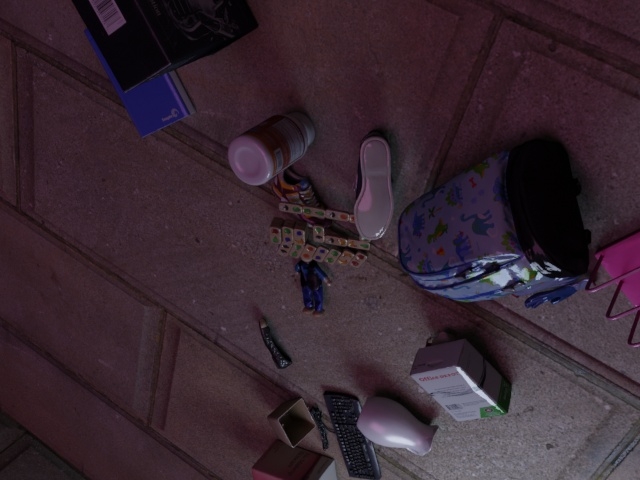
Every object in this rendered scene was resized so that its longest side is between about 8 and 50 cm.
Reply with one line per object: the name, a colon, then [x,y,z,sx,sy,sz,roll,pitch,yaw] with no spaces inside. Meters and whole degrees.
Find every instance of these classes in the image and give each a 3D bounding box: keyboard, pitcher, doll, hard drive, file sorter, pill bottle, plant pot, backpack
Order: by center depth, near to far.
file sorter: [0.676,0.131,1.398,0.290,0.182,0.202,51,133,-3]
backpack: [0.328,-0.015,1.501,0.355,0.274,0.290,139,133,-59]
pill bottle: [-0.107,-0.221,1.703,0.121,0.216,0.121,17,125,26]
hard drive: [-0.480,-0.448,1.943,0.210,0.040,0.318,-15,108,40]
doll: [-0.022,0.108,1.967,0.129,0.046,0.188,12,118,40]
pitcher: [0.207,0.525,2.029,0.207,0.125,0.177,22,146,11]
keyboard: [0.064,0.590,2.221,0.202,0.033,0.317,0,116,36]
plant pot: [-0.100,0.557,2.270,0.096,0.109,0.109,-6,114,51]

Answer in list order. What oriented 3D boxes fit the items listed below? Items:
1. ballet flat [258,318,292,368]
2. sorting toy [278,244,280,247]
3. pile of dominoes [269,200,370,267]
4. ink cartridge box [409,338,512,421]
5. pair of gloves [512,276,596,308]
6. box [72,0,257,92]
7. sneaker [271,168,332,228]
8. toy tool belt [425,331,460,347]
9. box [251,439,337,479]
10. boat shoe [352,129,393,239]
ballet flat: [-0.138,0.303,2.181,0.049,0.057,0.173,-25,107,0]
sorting toy: [-0.087,0.004,1.950,0.102,0.042,0.061,-31,97,43]
pile of dominoes: [0.000,0.000,1.823,0.251,0.040,0.196,10,137,10]
ink cartridge box: [0.342,0.342,1.789,0.153,0.086,0.208,-21,124,42]
pair of gloves: [0.487,0.097,1.537,0.159,0.198,0.023,-24,63,25]
box: [-0.361,-0.551,1.610,0.179,0.312,0.343,-17,107,40]
sneaker: [-0.041,-0.105,1.831,0.185,0.069,0.084,38,138,8]
toy tool belt: [0.306,0.258,1.828,0.051,0.052,0.083,14,148,-29]
box: [-0.080,0.757,2.345,0.232,0.149,0.126,9,121,30]
boat shoe: [0.120,-0.127,1.687,0.095,0.079,0.254,-2,115,6]
